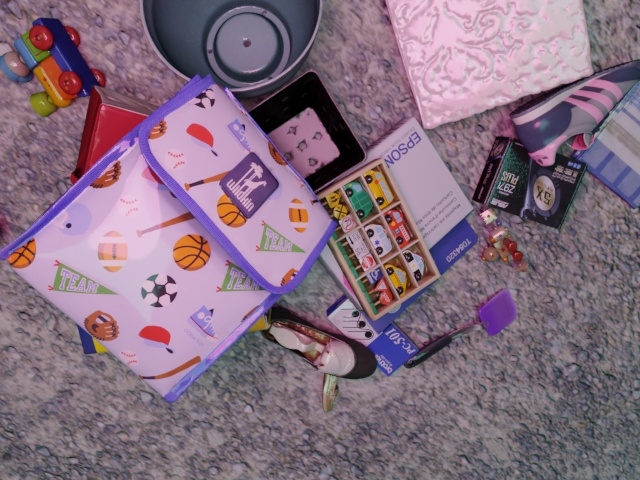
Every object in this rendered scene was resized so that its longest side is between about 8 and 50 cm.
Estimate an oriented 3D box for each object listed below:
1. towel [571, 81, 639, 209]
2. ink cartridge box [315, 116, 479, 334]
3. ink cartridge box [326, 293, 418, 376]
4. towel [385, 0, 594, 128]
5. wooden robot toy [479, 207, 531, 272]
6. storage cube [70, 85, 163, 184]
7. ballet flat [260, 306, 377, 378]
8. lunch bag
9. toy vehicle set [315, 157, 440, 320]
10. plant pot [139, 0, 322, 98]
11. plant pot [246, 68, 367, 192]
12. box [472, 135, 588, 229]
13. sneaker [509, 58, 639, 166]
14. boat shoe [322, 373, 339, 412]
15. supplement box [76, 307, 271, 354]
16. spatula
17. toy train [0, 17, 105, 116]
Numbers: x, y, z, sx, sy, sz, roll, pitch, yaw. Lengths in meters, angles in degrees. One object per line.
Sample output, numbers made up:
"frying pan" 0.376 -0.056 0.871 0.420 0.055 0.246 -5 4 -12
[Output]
"towel" 0.699 -0.236 1.062 0.209 0.034 0.285 33 101 -12
"ink cartridge box" 0.153 -0.022 1.015 0.324 0.071 0.330 -42 105 -11
"ink cartridge box" 0.118 0.205 1.129 0.097 0.046 0.207 -43 102 8
"towel" 0.312 -0.411 0.942 0.331 0.053 0.317 -14 106 21
"wooden robot toy" 0.387 0.018 1.090 0.079 0.076 0.173 -33 103 16
"storage cube" -0.334 -0.151 0.918 0.214 0.183 0.193 9 110 -31
"ballet flat" -0.012 0.237 1.076 0.280 0.096 0.095 23 98 5
"lunch bag" -0.204 -0.012 0.764 0.385 0.239 0.328 -43 108 -7
"toy vehicle set" 0.103 -0.001 0.946 0.165 0.035 0.267 -33 106 -12
"plant pot" -0.142 -0.380 0.886 0.292 0.196 0.293 0 88 0
"plant pot" -0.040 -0.185 0.962 0.188 0.167 0.188 -32 96 4
"box" 0.439 -0.123 1.052 0.180 0.077 0.148 18 102 -7
"sneaker" 0.524 -0.255 0.987 0.318 0.112 0.131 -26 98 -11
"boat shoe" 0.031 0.326 1.150 0.048 0.056 0.153 5 96 1
"supplement box" -0.287 0.079 1.003 0.356 0.195 0.194 -8 104 0
"spatula" 0.322 0.218 1.150 0.296 0.030 0.084 -30 105 4
"toy train" -0.496 -0.281 0.963 0.143 0.105 0.248 -24 107 16
